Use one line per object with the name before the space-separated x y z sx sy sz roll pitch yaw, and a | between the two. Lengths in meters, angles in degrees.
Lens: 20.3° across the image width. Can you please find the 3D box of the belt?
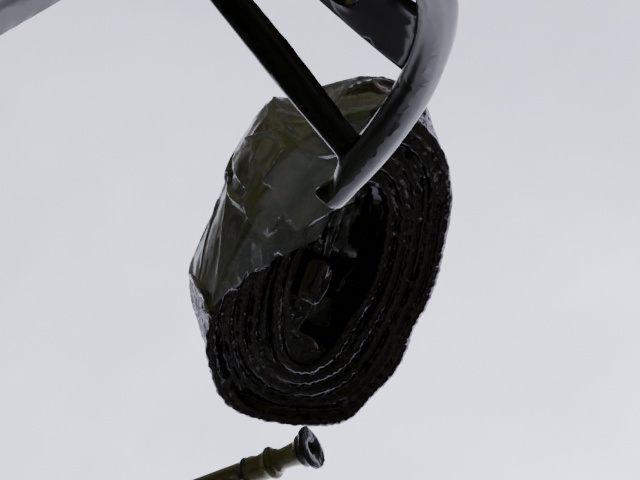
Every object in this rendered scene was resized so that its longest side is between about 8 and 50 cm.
belt | 0.000 0.000 1.468 0.184 0.289 0.164 19 -161 -13

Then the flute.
flute | -0.100 0.158 1.054 0.233 0.027 0.027 -23 -144 25

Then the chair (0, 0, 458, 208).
chair | -0.094 -0.113 0.532 0.141 0.154 0.260 -34 -106 -18
